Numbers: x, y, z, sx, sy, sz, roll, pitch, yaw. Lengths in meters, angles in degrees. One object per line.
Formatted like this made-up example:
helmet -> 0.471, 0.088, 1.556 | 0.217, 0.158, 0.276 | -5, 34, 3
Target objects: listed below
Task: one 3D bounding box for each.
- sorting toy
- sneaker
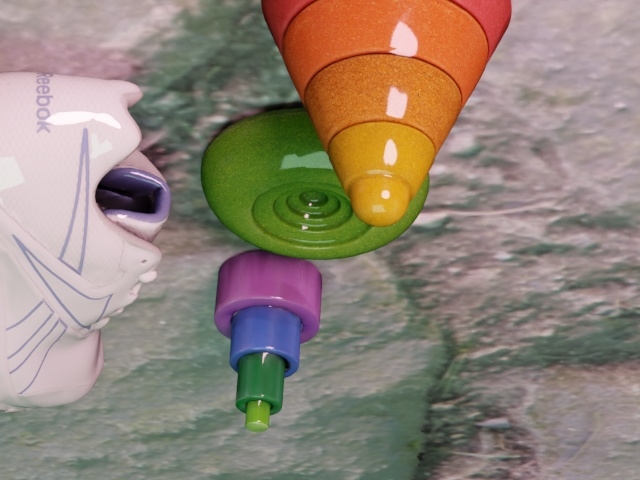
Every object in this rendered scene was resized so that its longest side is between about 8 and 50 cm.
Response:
sorting toy -> 0.000, 0.000, 0.873 | 0.127, 0.126, 0.365 | 10, 148, -10
sneaker -> -0.145, 0.012, 0.931 | 0.129, 0.111, 0.297 | -2, 150, -1
